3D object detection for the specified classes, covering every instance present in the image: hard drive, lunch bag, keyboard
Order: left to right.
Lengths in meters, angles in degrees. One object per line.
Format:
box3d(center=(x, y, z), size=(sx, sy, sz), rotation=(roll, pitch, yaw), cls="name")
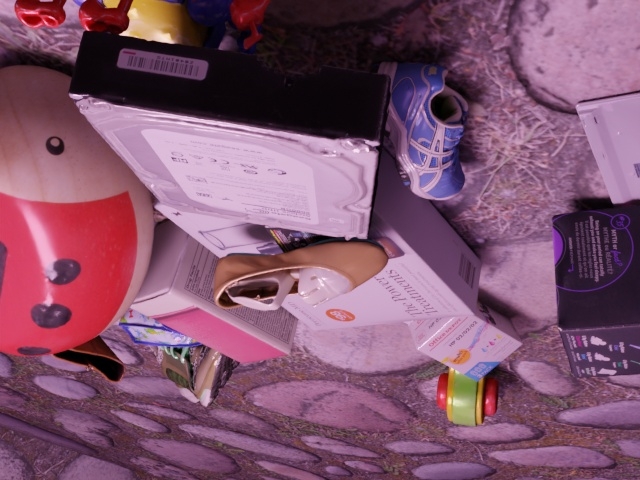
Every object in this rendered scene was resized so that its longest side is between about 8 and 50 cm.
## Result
box3d(center=(-0.246, 0.109, 1.361), size=(0.151, 0.129, 0.096), rotation=(5, 151, 14), cls="lunch bag")
box3d(center=(-0.062, -0.076, 0.742), size=(0.237, 0.064, 0.339), rotation=(10, 170, 3), cls="hard drive")
box3d(center=(0.357, -0.080, 0.917), size=(0.072, 0.014, 0.256), rotation=(-11, 144, 27), cls="keyboard")

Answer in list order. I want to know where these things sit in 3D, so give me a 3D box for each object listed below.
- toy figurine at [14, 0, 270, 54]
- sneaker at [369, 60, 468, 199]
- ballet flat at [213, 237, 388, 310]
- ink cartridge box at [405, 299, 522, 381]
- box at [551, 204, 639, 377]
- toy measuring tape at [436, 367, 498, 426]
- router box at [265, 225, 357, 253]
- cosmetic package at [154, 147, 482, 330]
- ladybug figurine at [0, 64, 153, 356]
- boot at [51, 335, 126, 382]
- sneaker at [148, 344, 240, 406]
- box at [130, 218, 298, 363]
box3d(center=(-0.185, -0.208, 0.729), size=(0.362, 0.191, 0.217), rotation=(10, 156, 5), cls="toy figurine")
box3d(center=(0.123, -0.112, 0.877), size=(0.081, 0.080, 0.211), rotation=(-1, 150, 29), cls="sneaker")
box3d(center=(-0.028, 0.049, 0.953), size=(0.232, 0.073, 0.080), rotation=(-8, 142, 31), cls="ballet flat")
box3d(center=(0.215, 0.141, 1.269), size=(0.181, 0.061, 0.104), rotation=(30, 116, -28), cls="ink cartridge box")
box3d(center=(0.423, 0.056, 0.952), size=(0.270, 0.165, 0.143), rotation=(-7, 146, 21), cls="box")
box3d(center=(0.259, 0.254, 1.442), size=(0.121, 0.121, 0.330), rotation=(3, 150, 17), cls="toy measuring tape")
box3d(center=(0.000, 0.000, 0.973), size=(0.092, 0.038, 0.122), rotation=(-2, 146, 23), cls="router box")
box3d(center=(0.009, -0.005, 1.097), size=(0.284, 0.097, 0.377), rotation=(-8, 144, 36), cls="cosmetic package")
box3d(center=(-0.379, -0.003, 1.043), size=(0.305, 0.162, 0.449), rotation=(19, 128, 5), cls="ladybug figurine")
box3d(center=(-0.476, 0.121, 1.339), size=(0.264, 0.096, 0.280), rotation=(40, -178, -41), cls="boot")
box3d(center=(-0.249, 0.201, 1.491), size=(0.182, 0.158, 0.410), rotation=(36, 156, -7), cls="sneaker")
box3d(center=(-0.153, 0.075, 1.244), size=(0.232, 0.149, 0.127), rotation=(33, 146, -32), cls="box")
